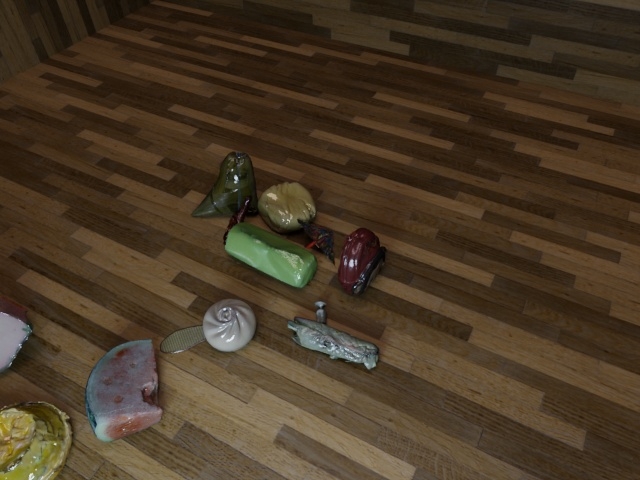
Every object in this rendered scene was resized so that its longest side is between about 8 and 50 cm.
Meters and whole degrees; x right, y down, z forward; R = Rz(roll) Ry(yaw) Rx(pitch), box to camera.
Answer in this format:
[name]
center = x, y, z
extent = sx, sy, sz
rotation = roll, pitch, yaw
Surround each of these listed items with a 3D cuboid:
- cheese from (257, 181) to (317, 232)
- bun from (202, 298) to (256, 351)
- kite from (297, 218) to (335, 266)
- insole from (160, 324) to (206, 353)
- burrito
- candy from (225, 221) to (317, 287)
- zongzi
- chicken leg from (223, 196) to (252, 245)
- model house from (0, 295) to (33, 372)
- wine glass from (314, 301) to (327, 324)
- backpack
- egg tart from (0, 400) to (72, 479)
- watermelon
[cheese]
center = -0.125, -0.131, 2.004
extent = 0.214, 0.117, 0.226
rotation = -31, 58, -30
[bun]
center = -0.288, 0.258, 1.621
extent = 0.173, 0.119, 0.172
rotation = 1, 52, -2
[kite]
center = 0.000, 0.000, 1.896
extent = 0.232, 0.009, 0.189
rotation = 48, 38, 11
[insole]
center = -0.395, 0.303, 1.665
extent = 0.253, 0.005, 0.086
rotation = -17, 49, -14
[burrito]
center = 0.035, 0.313, 1.601
extent = 0.309, 0.066, 0.096
rotation = 17, 44, 17
[candy]
center = -0.177, 0.046, 1.830
extent = 0.344, 0.131, 0.142
rotation = 25, 10, 21
[zongzi]
center = -0.390, -0.216, 1.996
extent = 0.275, 0.250, 0.125
rotation = -6, 29, -2
[chicken leg]
center = -0.318, -0.070, 1.952
extent = 0.053, 0.093, 0.205
rotation = 22, 63, -12
[model house]
center = -1.050, 0.276, 1.606
extent = 0.236, 0.202, 0.237
rotation = -57, 34, 0
[wine glass]
center = 0.001, 0.243, 1.686
extent = 0.039, 0.042, 0.083
rotation = -22, 44, 22
[backpack]
center = 0.130, 0.061, 1.734
extent = 0.139, 0.229, 0.229
rotation = 20, 50, 24
[egg tart]
center = -0.832, 0.554, 1.363
extent = 0.315, 0.120, 0.314
rotation = -2, 46, 2
[watermelon]
center = -0.549, 0.440, 1.482
extent = 0.226, 0.148, 0.318
rotation = 21, 34, -2
